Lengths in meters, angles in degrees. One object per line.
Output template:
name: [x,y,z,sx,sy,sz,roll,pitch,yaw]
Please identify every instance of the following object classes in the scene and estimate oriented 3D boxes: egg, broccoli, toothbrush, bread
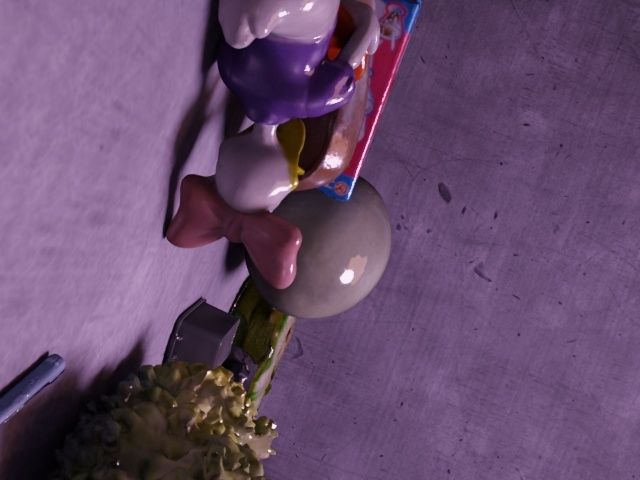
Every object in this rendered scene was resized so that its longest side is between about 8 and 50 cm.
egg: [0.000,0.000,1.036,0.352,0.258,0.258,-67,177,-68]
broccoli: [-0.123,0.290,0.578,0.348,0.281,0.293,-16,115,-84]
toothbrush: [-0.222,0.127,0.340,0.219,0.016,0.019,-58,159,-68]
bread: [-0.130,0.210,1.316,0.366,0.129,0.382,102,9,-66]

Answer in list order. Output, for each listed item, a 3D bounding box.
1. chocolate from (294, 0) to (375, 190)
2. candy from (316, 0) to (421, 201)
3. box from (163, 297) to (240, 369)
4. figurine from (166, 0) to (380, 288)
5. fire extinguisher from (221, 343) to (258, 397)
chocolate: [0.006,-0.176,0.698,0.161,0.083,0.261,-2,-105,54]
candy: [0.023,-0.228,0.860,0.100,0.157,0.305,-62,172,-65]
box: [-0.168,0.144,0.832,0.122,0.069,0.084,-56,167,-76]
figurine: [-0.032,-0.154,0.507,0.193,0.154,0.421,-58,168,-50]
fire extinguisher: [-0.205,0.322,0.831,0.376,0.113,0.200,-67,-172,-27]
